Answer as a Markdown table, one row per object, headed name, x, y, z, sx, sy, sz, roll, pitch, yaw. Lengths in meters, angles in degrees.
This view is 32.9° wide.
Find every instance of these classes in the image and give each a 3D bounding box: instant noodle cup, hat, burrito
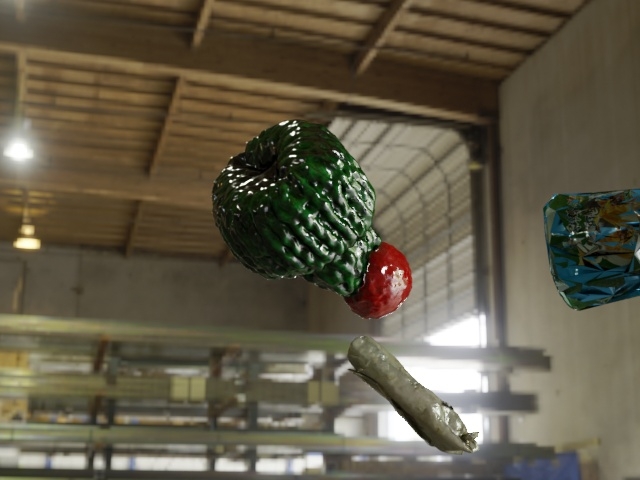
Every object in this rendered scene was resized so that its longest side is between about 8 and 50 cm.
| name | x | y | z | sx | sy | sz | roll | pitch | yaw |
| --- | --- | --- | --- | --- | --- | --- | --- | --- | --- |
| instant noodle cup | 0.536 | 0.008 | 1.981 | 0.178 | 0.240 | 0.240 | -11 | -19 | 33 |
| hat | 0.000 | 0.000 | 1.639 | 0.242 | 0.274 | 0.332 | -36 | -65 | 14 |
| burrito | 0.125 | 0.220 | 1.498 | 0.226 | 0.060 | 0.087 | 42 | -7 | 6 |
